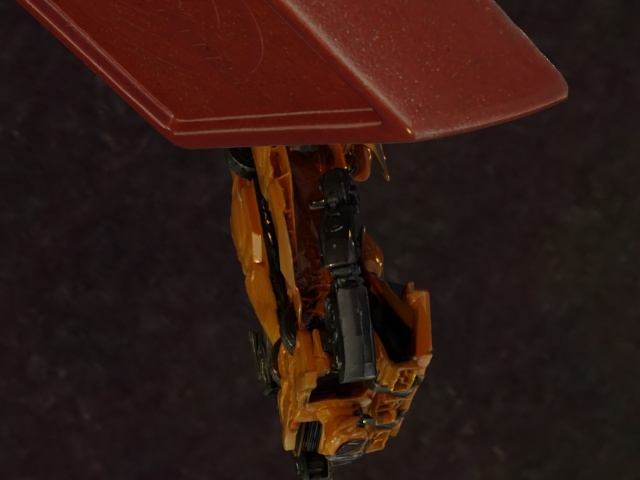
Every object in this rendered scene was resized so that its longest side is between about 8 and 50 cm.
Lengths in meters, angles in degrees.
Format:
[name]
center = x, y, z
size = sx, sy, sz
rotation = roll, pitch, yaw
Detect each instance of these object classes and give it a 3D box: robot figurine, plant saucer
[robot figurine]
center = 0.000, 0.000, 1.019
size = 0.085, 0.291, 0.211
rotation = -5, 149, -14
[plant saucer]
center = -0.070, -0.117, 0.634
size = 0.258, 0.259, 0.048
rotation = 43, 71, -24
